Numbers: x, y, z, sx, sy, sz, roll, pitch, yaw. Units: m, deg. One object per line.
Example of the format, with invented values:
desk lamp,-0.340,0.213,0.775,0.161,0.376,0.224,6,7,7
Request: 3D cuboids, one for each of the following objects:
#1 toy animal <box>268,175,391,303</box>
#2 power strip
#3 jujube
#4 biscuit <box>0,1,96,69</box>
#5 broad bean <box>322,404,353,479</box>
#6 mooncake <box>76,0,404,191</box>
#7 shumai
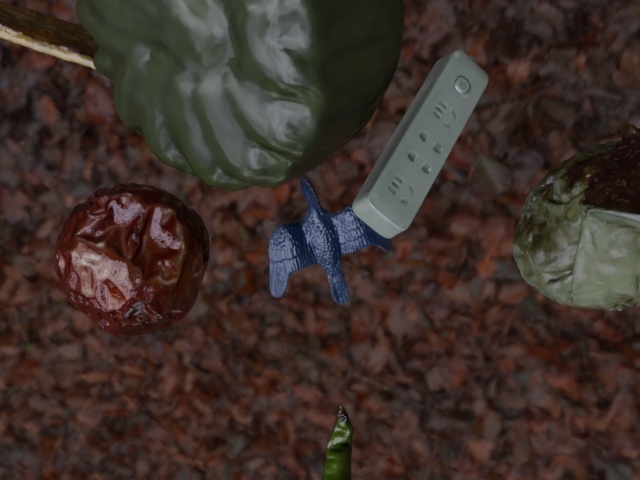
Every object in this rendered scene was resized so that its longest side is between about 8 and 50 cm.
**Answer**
toy animal,0.000,0.000,1.877,0.239,0.176,0.255,-22,94,1
power strip,0.177,-0.175,1.736,0.091,0.385,0.062,39,152,-14
jujube,-0.264,0.044,1.509,0.216,0.216,0.342,26,166,3
biscuit,-0.366,-0.279,1.424,0.247,0.118,0.029,18,113,-4
broad bean,0.027,0.345,1.552,0.046,0.195,0.061,1,169,10
mooncake,-0.093,-0.230,1.082,0.356,0.194,0.356,29,133,36
shumai,0.434,-0.013,1.508,0.330,0.288,0.292,-17,97,15
